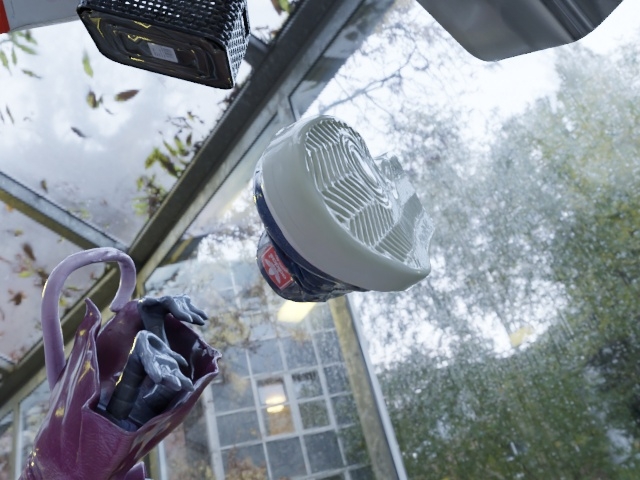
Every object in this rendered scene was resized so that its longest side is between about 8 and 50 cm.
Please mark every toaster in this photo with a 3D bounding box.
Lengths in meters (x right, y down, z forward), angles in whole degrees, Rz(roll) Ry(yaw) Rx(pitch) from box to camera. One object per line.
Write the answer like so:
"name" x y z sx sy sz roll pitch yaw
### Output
"toaster" 0.169 -0.232 0.449 0.110 0.185 0.168 42 -92 -16

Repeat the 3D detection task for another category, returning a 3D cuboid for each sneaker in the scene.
"sneaker" 0.000 0.000 0.499 0.148 0.131 0.350 -29 -7 15

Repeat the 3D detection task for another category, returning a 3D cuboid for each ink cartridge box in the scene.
"ink cartridge box" -0.468 -0.414 0.941 0.232 0.189 0.066 -13 9 -8

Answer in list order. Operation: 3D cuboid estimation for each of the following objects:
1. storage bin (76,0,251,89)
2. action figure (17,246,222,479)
"storage bin" -0.184 -0.264 0.761 0.180 0.085 0.122 15 -14 2
"action figure" -0.252 0.227 0.610 0.370 0.275 0.248 -57 -20 13
